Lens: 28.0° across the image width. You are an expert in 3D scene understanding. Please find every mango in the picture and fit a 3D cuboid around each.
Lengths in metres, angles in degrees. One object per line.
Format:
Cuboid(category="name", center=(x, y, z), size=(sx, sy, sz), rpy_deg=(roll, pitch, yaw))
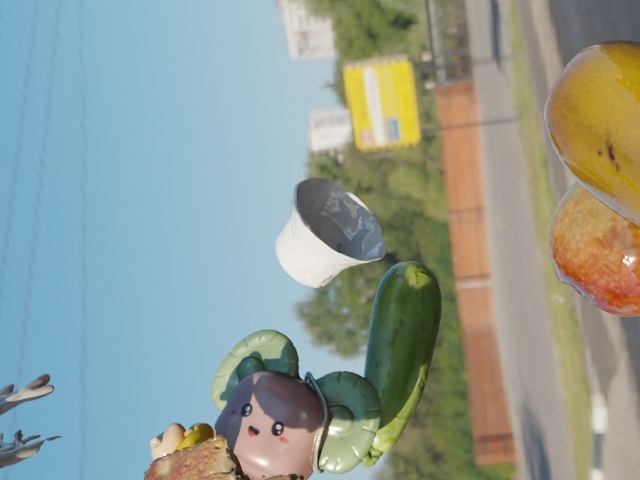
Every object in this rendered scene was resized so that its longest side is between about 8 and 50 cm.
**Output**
Cuboid(category="mango", center=(0.383, -0.094, 1.412), size=(0.317, 0.173, 0.211), rpy_deg=(47, 179, 35))

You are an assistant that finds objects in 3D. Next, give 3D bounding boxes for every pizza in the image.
Cuboid(category="pizza", center=(-0.099, 0.340, 1.563), size=(0.161, 0.305, 0.085), rpy_deg=(-59, -39, -19))

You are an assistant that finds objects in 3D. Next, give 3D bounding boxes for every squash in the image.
Cuboid(category="squash", center=(0.130, 0.201, 2.133), size=(0.118, 0.118, 0.370), rpy_deg=(75, -157, -58))

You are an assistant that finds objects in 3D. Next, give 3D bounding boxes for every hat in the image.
Cuboid(category="hat", center=(0.000, 0.000, 2.180), size=(0.203, 0.126, 0.203), rpy_deg=(32, -148, -23))

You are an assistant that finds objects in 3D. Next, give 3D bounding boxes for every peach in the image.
Cuboid(category="peach", center=(0.435, 0.003, 1.842), size=(0.257, 0.232, 0.232), rpy_deg=(-44, 37, 42))

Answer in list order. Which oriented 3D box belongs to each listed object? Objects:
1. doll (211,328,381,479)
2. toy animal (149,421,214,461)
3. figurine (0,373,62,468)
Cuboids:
Cuboid(category="doll", center=(-0.059, 0.295, 1.985), size=(0.268, 0.284, 0.216), rpy_deg=(-59, -24, -7))
Cuboid(category="toy animal", center=(-0.196, 0.296, 1.810), size=(0.114, 0.082, 0.091), rpy_deg=(71, -143, -52))
Cuboid(category="figurine", center=(-0.381, 0.238, 1.156), size=(0.284, 0.316, 0.206), rpy_deg=(-95, 15, -79))
